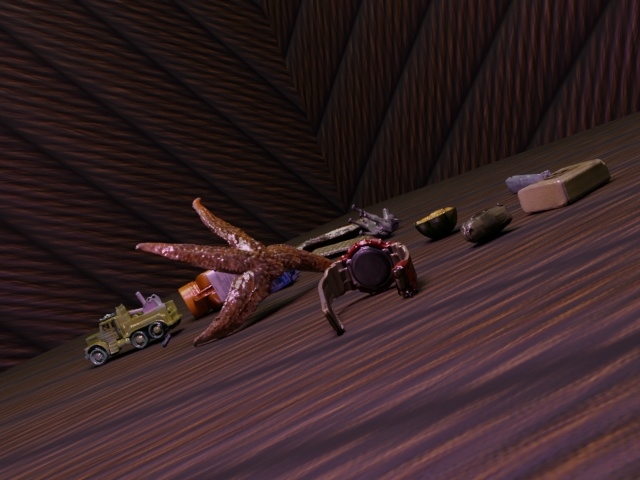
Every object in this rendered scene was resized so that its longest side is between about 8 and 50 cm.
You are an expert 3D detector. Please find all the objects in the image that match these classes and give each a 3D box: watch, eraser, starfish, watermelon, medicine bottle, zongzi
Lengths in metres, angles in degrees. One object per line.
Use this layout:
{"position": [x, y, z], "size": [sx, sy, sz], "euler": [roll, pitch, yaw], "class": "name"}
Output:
{"position": [0.081, 0.073, 1.279], "size": [0.165, 0.102, 0.268], "euler": [-21, 12, 4], "class": "watch"}
{"position": [0.504, -0.113, 1.589], "size": [0.172, 0.058, 0.117], "euler": [-25, 5, -36], "class": "eraser"}
{"position": [-0.184, 0.061, 1.742], "size": [0.398, 0.384, 0.132], "euler": [-55, -7, -44], "class": "starfish"}
{"position": [0.277, -0.037, 1.795], "size": [0.106, 0.062, 0.105], "euler": [-24, -4, -2], "class": "watermelon"}
{"position": [-0.290, 0.130, 2.222], "size": [0.222, 0.112, 0.149], "euler": [-30, -2, -10], "class": "medicine bottle"}
{"position": [0.305, -0.019, 1.508], "size": [0.109, 0.055, 0.119], "euler": [-26, -7, -24], "class": "zongzi"}

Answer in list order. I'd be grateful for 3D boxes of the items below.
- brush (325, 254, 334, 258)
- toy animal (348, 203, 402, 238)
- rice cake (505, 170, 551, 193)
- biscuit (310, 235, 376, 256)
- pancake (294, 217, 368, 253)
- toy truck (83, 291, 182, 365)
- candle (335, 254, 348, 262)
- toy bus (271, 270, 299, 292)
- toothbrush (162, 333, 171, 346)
{"position": [0.060, 0.031, 2.434], "size": [0.193, 0.016, 0.063], "euler": [-25, 8, -36], "class": "brush"}
{"position": [0.180, -0.049, 2.346], "size": [0.176, 0.073, 0.217], "euler": [16, 14, -14], "class": "toy animal"}
{"position": [0.541, -0.151, 1.993], "size": [0.042, 0.045, 0.245], "euler": [-25, 4, -5], "class": "rice cake"}
{"position": [0.072, 0.018, 2.383], "size": [0.232, 0.016, 0.139], "euler": [-15, 8, 16], "class": "biscuit"}
{"position": [0.001, 0.000, 2.581], "size": [0.427, 0.066, 0.305], "euler": [-22, -6, -1], "class": "pancake"}
{"position": [-0.514, 0.228, 2.061], "size": [0.260, 0.135, 0.128], "euler": [-28, 4, 9], "class": "toy truck"}
{"position": [0.066, 0.060, 1.735], "size": [0.052, 0.052, 0.131], "euler": [-23, 5, -6], "class": "candle"}
{"position": [-0.119, 0.095, 2.179], "size": [0.094, 0.079, 0.236], "euler": [-38, 3, 4], "class": "toy bus"}
{"position": [-0.392, 0.253, 1.943], "size": [0.014, 0.011, 0.167], "euler": [-29, 4, -5], "class": "toothbrush"}
